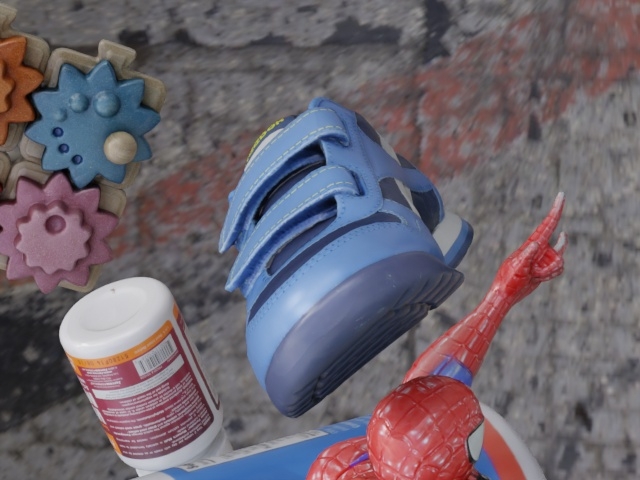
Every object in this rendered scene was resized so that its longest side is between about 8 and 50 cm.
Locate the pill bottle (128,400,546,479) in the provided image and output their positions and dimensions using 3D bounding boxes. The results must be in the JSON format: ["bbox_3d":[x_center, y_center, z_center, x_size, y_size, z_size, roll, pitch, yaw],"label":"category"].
[{"bbox_3d":[-0.022,0.145,0.639,0.221,0.124,0.124,-13,101,-25],"label":"pill bottle"}]

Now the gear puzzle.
[{"bbox_3d":[-0.272,-0.078,0.993,0.339,0.044,0.175,18,109,-17],"label":"gear puzzle"}]

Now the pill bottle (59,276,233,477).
[{"bbox_3d":[-0.171,0.157,1.638,0.121,0.121,0.221,-14,120,13],"label":"pill bottle"}]

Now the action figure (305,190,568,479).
[{"bbox_3d":[0.074,0.103,0.510,0.139,0.280,0.091,-43,55,-16],"label":"action figure"}]

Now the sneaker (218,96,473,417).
[{"bbox_3d":[0.000,0.000,0.388,0.053,0.144,0.059,-38,93,9],"label":"sneaker"}]
